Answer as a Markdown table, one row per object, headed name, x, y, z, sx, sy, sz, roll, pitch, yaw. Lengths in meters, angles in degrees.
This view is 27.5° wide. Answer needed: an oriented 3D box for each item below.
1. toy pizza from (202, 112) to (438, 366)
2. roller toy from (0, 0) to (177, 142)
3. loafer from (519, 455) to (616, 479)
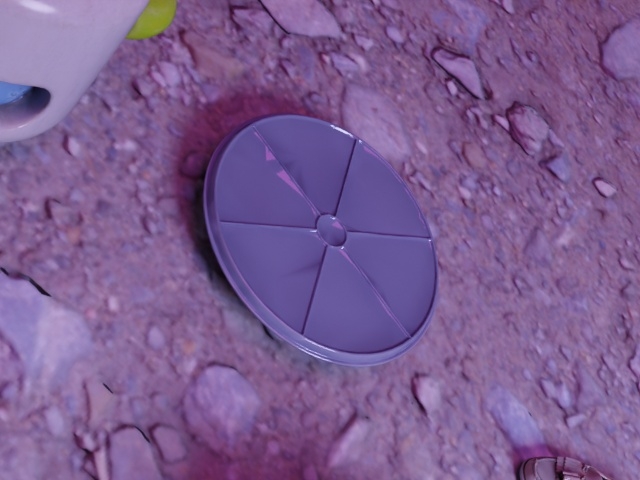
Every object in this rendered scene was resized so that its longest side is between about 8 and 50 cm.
| name | x | y | z | sx | sy | sz | roll | pitch | yaw |
| --- | --- | --- | --- | --- | --- | --- | --- | --- | --- |
| toy pizza | 0.000 | 0.000 | 0.935 | 0.201 | 0.032 | 0.201 | 19 | 53 | -28 |
| roller toy | -0.211 | -0.163 | 0.784 | 0.209 | 0.146 | 0.191 | 43 | 36 | -1 |
| loafer | 0.207 | 0.188 | 0.978 | 0.125 | 0.039 | 0.045 | 27 | 50 | -24 |
